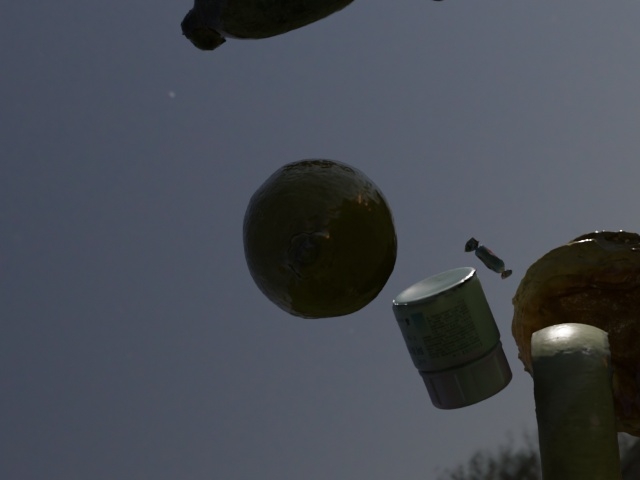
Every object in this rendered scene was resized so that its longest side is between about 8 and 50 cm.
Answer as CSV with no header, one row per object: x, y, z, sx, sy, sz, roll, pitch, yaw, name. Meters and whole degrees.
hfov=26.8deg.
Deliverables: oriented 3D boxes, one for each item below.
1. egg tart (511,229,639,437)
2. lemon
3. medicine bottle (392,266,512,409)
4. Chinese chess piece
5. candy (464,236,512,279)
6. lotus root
0.457,0.128,1.980,0.150,0.352,0.352,-50,-14,-52,egg tart
0.000,0.000,1.519,0.184,0.184,0.248,-52,9,8,lemon
0.188,0.139,1.899,0.135,0.168,0.135,-22,9,4,medicine bottle
0.319,0.228,1.676,0.250,0.101,0.250,-5,-90,-80,Chinese chess piece
0.255,0.030,2.053,0.030,0.083,0.020,-46,-8,-3,candy
-0.049,-0.382,1.905,0.349,0.175,0.175,-30,-22,3,lotus root
